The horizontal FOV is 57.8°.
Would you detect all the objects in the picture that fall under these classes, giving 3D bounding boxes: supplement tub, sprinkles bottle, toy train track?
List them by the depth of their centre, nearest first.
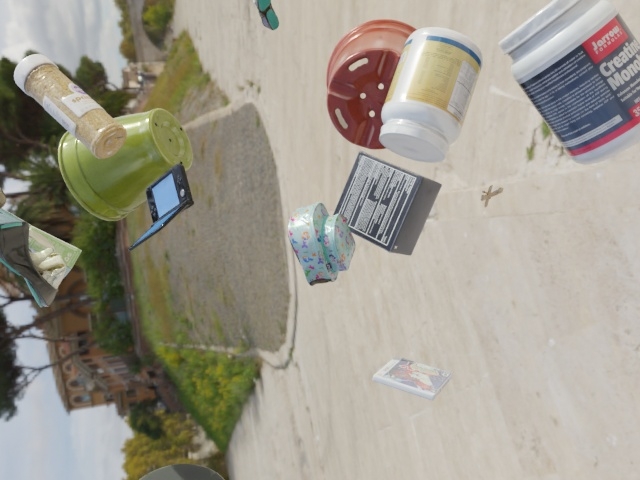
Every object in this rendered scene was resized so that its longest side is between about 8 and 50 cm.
[{"bbox_3d":[0.461,-0.289,1.016,0.272,0.191,0.191,52,168,-6],"label":"supplement tub"},{"bbox_3d":[0.192,-0.254,1.027,0.144,0.144,0.200,167,123,-77],"label":"supplement tub"},{"bbox_3d":[0.348,-0.096,1.186,0.014,0.083,0.048,29,125,36],"label":"toy train track"},{"bbox_3d":[-0.723,-0.388,1.679,0.355,0.121,0.121,41,155,10],"label":"sprinkles bottle"}]

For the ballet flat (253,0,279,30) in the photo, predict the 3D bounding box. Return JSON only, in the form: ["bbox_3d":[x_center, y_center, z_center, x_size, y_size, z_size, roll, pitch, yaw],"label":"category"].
[{"bbox_3d":[-0.119,-0.484,1.200,0.114,0.041,0.041,64,-168,-63],"label":"ballet flat"}]

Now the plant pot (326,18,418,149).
[{"bbox_3d":[0.128,-0.328,1.262,0.265,0.272,0.273,-70,-18,-64],"label":"plant pot"}]

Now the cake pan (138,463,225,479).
[{"bbox_3d":[-0.310,0.596,1.233,0.293,0.293,0.054,-117,23,-57],"label":"cake pan"}]

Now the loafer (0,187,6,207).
[{"bbox_3d":[-0.664,-0.105,1.082,0.050,0.148,0.056,-36,46,46],"label":"loafer"}]

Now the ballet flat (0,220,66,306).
[{"bbox_3d":[-0.593,0.053,1.213,0.095,0.096,0.280,54,161,25],"label":"ballet flat"}]

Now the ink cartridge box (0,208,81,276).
[{"bbox_3d":[-0.681,0.001,1.335,0.171,0.235,0.056,-22,42,57],"label":"ink cartridge box"}]

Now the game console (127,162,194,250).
[{"bbox_3d":[-0.263,-0.053,0.920,0.122,0.071,0.107,-24,79,43],"label":"game console"}]

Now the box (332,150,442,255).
[{"bbox_3d":[0.244,-0.136,2.162,0.294,0.182,0.296,30,102,35],"label":"box"}]

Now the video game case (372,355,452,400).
[{"bbox_3d":[0.293,0.430,1.830,0.183,0.201,0.023,-19,-62,-58],"label":"video game case"}]

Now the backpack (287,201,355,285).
[{"bbox_3d":[0.000,0.000,1.980,0.254,0.191,0.225,61,-153,-22],"label":"backpack"}]

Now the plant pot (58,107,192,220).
[{"bbox_3d":[-0.669,-0.299,2.088,0.366,0.352,0.367,52,-154,-40],"label":"plant pot"}]
